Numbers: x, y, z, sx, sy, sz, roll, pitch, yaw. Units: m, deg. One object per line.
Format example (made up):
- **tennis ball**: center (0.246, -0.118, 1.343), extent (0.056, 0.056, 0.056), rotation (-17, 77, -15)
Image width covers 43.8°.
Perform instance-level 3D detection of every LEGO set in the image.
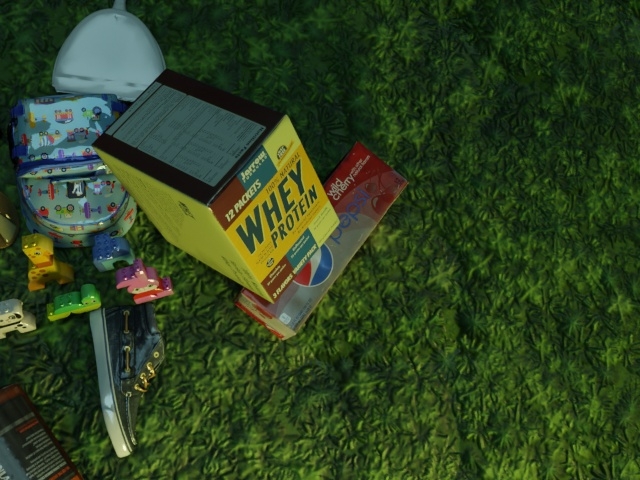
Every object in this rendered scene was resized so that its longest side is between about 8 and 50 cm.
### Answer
- **LEGO set**: center (-0.303, 0.036, 0.945), extent (0.227, 0.093, 0.087), rotation (-15, 58, -2)

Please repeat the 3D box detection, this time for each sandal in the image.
- **sandal**: center (-0.452, -0.052, 0.966), extent (0.180, 0.049, 0.072), rotation (27, 86, -27)

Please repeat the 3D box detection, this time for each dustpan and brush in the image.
- **dustpan and brush**: center (-0.275, -0.286, 1.076), extent (0.147, 0.060, 0.211), rotation (6, 83, -13)

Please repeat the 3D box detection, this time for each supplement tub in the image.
- **supplement tub**: center (-0.336, 0.269, 0.900), extent (0.106, 0.106, 0.198), rotation (-35, 86, -18)

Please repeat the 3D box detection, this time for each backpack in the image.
- **backpack**: center (-0.303, -0.082, 0.985), extent (0.158, 0.117, 0.173), rotation (-2, 80, -13)

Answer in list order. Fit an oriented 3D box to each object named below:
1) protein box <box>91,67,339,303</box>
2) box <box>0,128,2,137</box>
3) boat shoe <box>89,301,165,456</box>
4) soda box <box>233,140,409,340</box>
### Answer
- **protein box**: center (-0.117, -0.065, 0.939), extent (0.201, 0.200, 0.136), rotation (27, 69, 34)
- **box**: center (-0.545, -0.157, 0.977), extent (0.231, 0.056, 0.183), rotation (-33, 85, -17)
- **boat shoe**: center (-0.226, 0.164, 0.969), extent (0.083, 0.065, 0.183), rotation (-10, 78, -11)
- **soda box**: center (0.000, 0.000, 1.051), extent (0.092, 0.083, 0.263), rotation (38, 71, -3)
